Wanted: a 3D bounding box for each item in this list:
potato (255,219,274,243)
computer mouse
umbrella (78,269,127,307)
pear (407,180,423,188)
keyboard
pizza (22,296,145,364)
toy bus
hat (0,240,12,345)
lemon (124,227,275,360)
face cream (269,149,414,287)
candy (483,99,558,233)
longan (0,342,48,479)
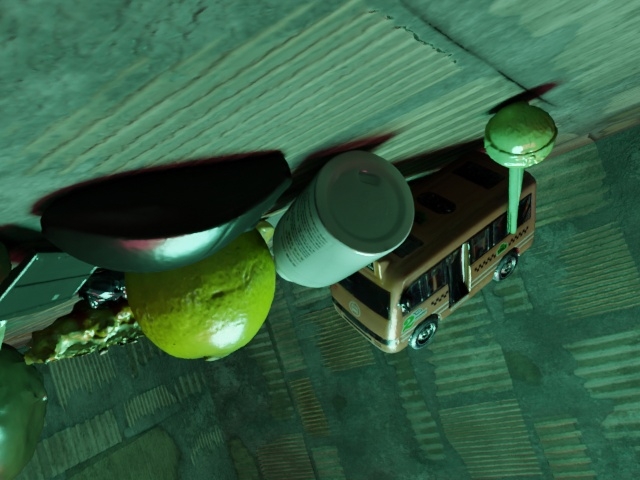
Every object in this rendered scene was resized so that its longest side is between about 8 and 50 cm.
[{"bbox_3d":[-0.133,-0.010,1.024,0.083,0.062,0.068,-40,-161,-16],"label":"potato"},{"bbox_3d":[-0.141,-0.019,0.545,0.269,0.087,0.137,-18,177,-39],"label":"computer mouse"},{"bbox_3d":[-0.345,0.068,0.989,0.224,0.072,0.080,-23,-152,-33],"label":"umbrella"},{"bbox_3d":[0.244,0.002,1.338,0.308,0.310,0.309,-19,177,-1],"label":"pear"},{"bbox_3d":[-0.323,0.051,0.674,0.104,0.041,0.381,-53,180,-7],"label":"keyboard"},{"bbox_3d":[-0.408,0.138,1.082,0.439,0.130,0.406,-9,-172,36],"label":"pizza"},{"bbox_3d":[0.224,0.010,1.013,0.426,0.233,0.203,-33,-135,-23],"label":"toy bus"},{"bbox_3d":[-0.399,0.103,0.465,0.130,0.258,0.257,17,167,-13],"label":"hat"},{"bbox_3d":[-0.189,0.086,0.846,0.240,0.220,0.240,-15,178,-1],"label":"lemon"},{"bbox_3d":[0.000,0.000,0.820,0.145,0.146,0.369,-18,170,-22],"label":"face cream"},{"bbox_3d":[0.316,-0.095,0.832,0.093,0.092,0.336,-32,147,1],"label":"candy"},{"bbox_3d":[-0.899,0.450,1.299,0.403,0.405,0.436,-20,170,12],"label":"longan"}]
